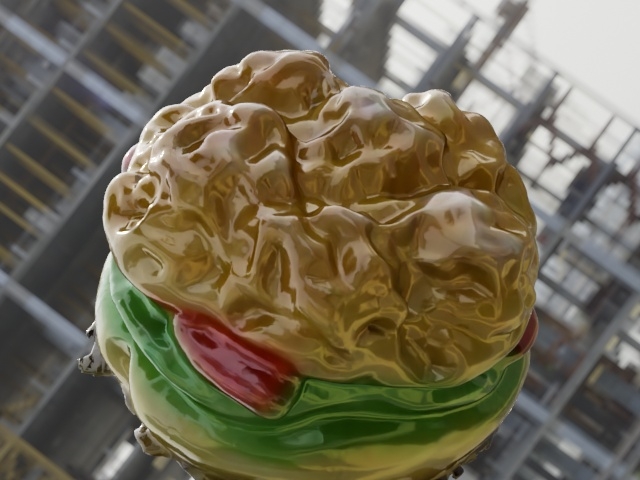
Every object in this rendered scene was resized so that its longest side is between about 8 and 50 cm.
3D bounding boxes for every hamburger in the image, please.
[{"bbox_3d":[0.000,0.000,0.774,0.237,0.237,0.148,-45,-27,-47],"label":"hamburger"}]
